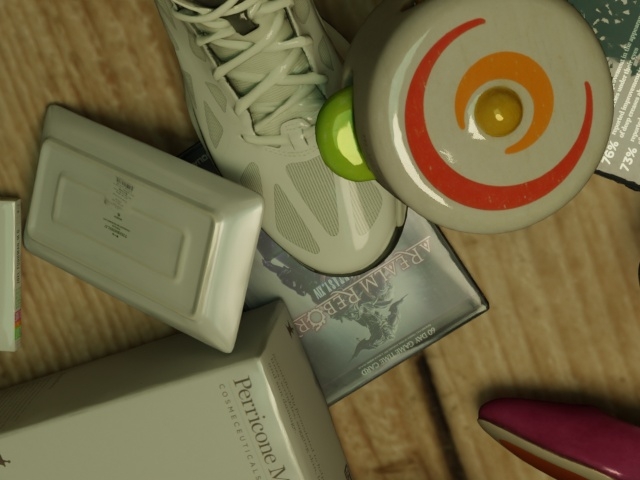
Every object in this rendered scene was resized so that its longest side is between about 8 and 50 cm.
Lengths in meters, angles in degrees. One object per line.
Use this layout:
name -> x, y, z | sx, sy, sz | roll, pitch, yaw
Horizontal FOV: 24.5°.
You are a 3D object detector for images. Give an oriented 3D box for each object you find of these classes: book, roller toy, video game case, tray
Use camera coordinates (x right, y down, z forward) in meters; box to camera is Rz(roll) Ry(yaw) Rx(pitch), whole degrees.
book -> -0.328, 0.029, 1.385 | 0.096, 0.035, 0.144 | 4, 102, 9
roller toy -> 0.120, -0.108, 1.123 | 0.191, 0.146, 0.209 | 28, 96, -16
video game case -> 0.000, 0.000, 1.356 | 0.196, 0.026, 0.274 | -32, 99, 12
tray -> -0.169, -0.013, 1.291 | 0.270, 0.030, 0.145 | 24, 108, 33

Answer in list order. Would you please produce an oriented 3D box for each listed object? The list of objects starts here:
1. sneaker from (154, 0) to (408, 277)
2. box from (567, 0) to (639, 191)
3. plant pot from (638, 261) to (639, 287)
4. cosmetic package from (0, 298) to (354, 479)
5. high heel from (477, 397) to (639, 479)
sneaker -> -0.074, -0.157, 1.182 | 0.169, 0.257, 0.448 | -24, 95, 11
box -> 0.212, -0.151, 1.254 | 0.207, 0.108, 0.153 | 21, 106, 0
plant pot -> 0.423, -0.003, 1.195 | 0.323, 0.323, 0.280 | 39, 120, -5
cosmetic package -> -0.179, 0.223, 1.351 | 0.384, 0.156, 0.217 | -19, 103, 14
high heel -> 0.341, 0.166, 1.349 | 0.377, 0.127, 0.181 | 19, 77, 4
